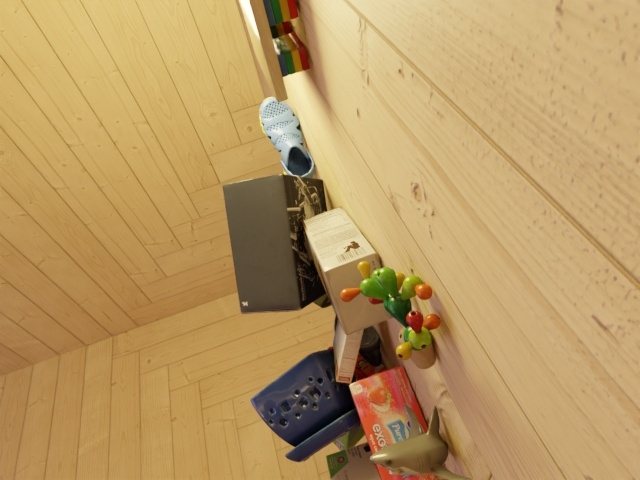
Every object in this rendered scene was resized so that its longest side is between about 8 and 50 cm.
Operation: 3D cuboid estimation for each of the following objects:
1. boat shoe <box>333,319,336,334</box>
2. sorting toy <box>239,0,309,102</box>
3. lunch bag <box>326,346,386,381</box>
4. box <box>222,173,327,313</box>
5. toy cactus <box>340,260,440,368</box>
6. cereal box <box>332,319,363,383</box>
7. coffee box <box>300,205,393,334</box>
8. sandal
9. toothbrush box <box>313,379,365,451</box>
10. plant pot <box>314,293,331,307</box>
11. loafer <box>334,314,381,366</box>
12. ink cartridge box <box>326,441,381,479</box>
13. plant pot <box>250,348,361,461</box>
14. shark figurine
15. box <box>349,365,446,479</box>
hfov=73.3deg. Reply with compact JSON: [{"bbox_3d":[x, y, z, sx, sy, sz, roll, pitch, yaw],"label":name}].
[{"bbox_3d":[0.147,0.432,1.673,0.303,0.114,0.091,58,175,7],"label":"boat shoe"},{"bbox_3d":[-0.105,-0.464,0.876,0.257,0.089,0.256,74,175,-47],"label":"sorting toy"},{"bbox_3d":[0.143,0.495,1.497,0.258,0.120,0.293,33,144,37],"label":"lunch bag"},{"bbox_3d":[-0.098,0.002,1.216,0.312,0.178,0.344,-16,-82,-69],"label":"box"},{"bbox_3d":[0.122,0.125,0.650,0.181,0.112,0.219,62,171,-20],"label":"toy cactus"},{"bbox_3d":[0.077,0.224,1.133,0.173,0.047,0.241,-93,12,-68],"label":"cereal box"},{"bbox_3d":[0.052,0.056,1.006,0.297,0.118,0.168,-117,9,-65],"label":"coffee box"},{"bbox_3d":[-0.095,-0.308,1.384,0.318,0.126,0.138,63,175,-18],"label":"sandal"},{"bbox_3d":[0.056,0.549,1.431,0.206,0.122,0.284,36,147,31],"label":"toothbrush box"},{"bbox_3d":[-0.027,0.075,1.481,0.294,0.274,0.275,51,168,23],"label":"plant pot"},{"bbox_3d":[0.123,0.309,1.409,0.302,0.108,0.095,-131,18,-72],"label":"loafer"},{"bbox_3d":[0.173,0.677,1.223,0.201,0.277,0.117,-128,22,-78],"label":"ink cartridge box"},{"bbox_3d":[-0.011,0.455,1.197,0.212,0.236,0.236,57,-167,22],"label":"plant pot"},{"bbox_3d":[0.207,0.375,0.832,0.278,0.166,0.116,34,-121,-67],"label":"shark figurine"},{"bbox_3d":[0.185,0.475,1.043,0.154,0.141,0.300,80,170,-69],"label":"box"}]
